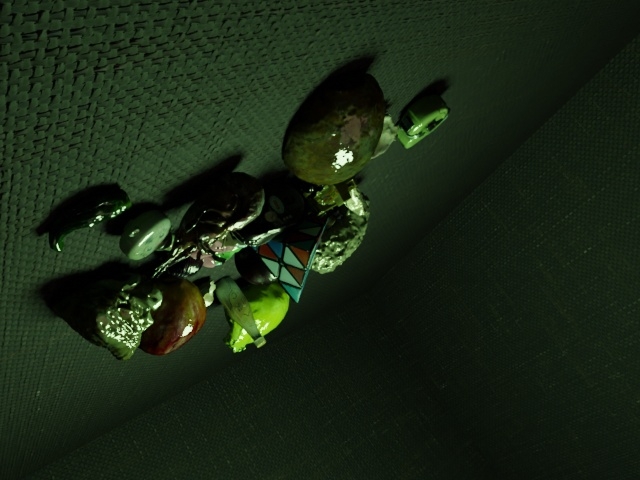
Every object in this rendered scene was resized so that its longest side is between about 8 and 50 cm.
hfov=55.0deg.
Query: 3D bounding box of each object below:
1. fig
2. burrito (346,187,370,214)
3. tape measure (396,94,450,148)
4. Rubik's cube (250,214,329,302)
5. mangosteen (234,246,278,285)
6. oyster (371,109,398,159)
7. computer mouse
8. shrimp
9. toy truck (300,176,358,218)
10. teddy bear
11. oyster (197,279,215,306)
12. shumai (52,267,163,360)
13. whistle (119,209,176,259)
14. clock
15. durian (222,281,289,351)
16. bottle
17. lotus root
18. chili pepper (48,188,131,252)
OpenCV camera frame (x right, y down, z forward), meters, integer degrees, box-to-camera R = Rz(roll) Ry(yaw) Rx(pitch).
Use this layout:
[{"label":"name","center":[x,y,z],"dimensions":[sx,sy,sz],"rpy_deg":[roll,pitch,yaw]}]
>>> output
[{"label":"fig","center":[-0.434,0.207,1.726],"dimensions":[0.224,0.223,0.263],"rpy_deg":[-21,174,-44]},{"label":"burrito","center":[0.099,-0.150,1.969],"dimensions":[0.063,0.058,0.229],"rpy_deg":[-61,144,-20]},{"label":"tape measure","center":[0.307,-0.362,1.823],"dimensions":[0.177,0.087,0.154],"rpy_deg":[-38,165,2]},{"label":"Rubik's cube","center":[-0.117,-0.019,1.768],"dimensions":[0.284,0.234,0.250],"rpy_deg":[104,7,-60]},{"label":"mangosteen","center":[-0.155,0.057,1.909],"dimensions":[0.194,0.194,0.230],"rpy_deg":[-39,138,14]},{"label":"oyster","center":[0.116,-0.290,1.683],"dimensions":[0.191,0.081,0.163],"rpy_deg":[-1,122,-41]},{"label":"computer mouse","center":[-0.145,-0.069,1.654],"dimensions":[0.233,0.137,0.096],"rpy_deg":[-22,161,-25]},{"label":"shrimp","center":[-0.269,-0.021,1.450],"dimensions":[0.343,0.145,0.116],"rpy_deg":[-44,-159,2]},{"label":"toy truck","center":[0.009,-0.137,1.741],"dimensions":[0.127,0.127,0.257],"rpy_deg":[-32,-178,-28]},{"label":"teddy bear","center":[0.000,0.000,2.181],"dimensions":[0.357,0.224,0.367],"rpy_deg":[-31,-179,-21]},{"label":"oyster","center":[-0.439,0.215,2.029],"dimensions":[0.232,0.107,0.161],"rpy_deg":[-50,166,-20]},{"label":"shumai","center":[-0.521,0.163,1.550],"dimensions":[0.218,0.189,0.255],"rpy_deg":[-49,155,-19]},{"label":"whistle","center":[-0.389,-0.011,1.428],"dimensions":[0.126,0.067,0.258],"rpy_deg":[-48,170,1]},{"label":"clock","center":[-0.311,0.025,1.656],"dimensions":[0.196,0.100,0.194],"rpy_deg":[-31,168,18]},{"label":"durian","center":[-0.251,0.249,2.315],"dimensions":[0.340,0.256,0.204],"rpy_deg":[-28,124,-24]},{"label":"bottle","center":[-0.275,0.251,2.127],"dimensions":[0.083,0.269,0.083],"rpy_deg":[-32,164,-10]},{"label":"lotus root","center":[0.037,-0.243,1.481],"dimensions":[0.210,0.142,0.314],"rpy_deg":[-27,163,-26]},{"label":"chili pepper","center":[-0.456,-0.041,1.194],"dimensions":[0.182,0.050,0.073],"rpy_deg":[-31,172,-6]}]
